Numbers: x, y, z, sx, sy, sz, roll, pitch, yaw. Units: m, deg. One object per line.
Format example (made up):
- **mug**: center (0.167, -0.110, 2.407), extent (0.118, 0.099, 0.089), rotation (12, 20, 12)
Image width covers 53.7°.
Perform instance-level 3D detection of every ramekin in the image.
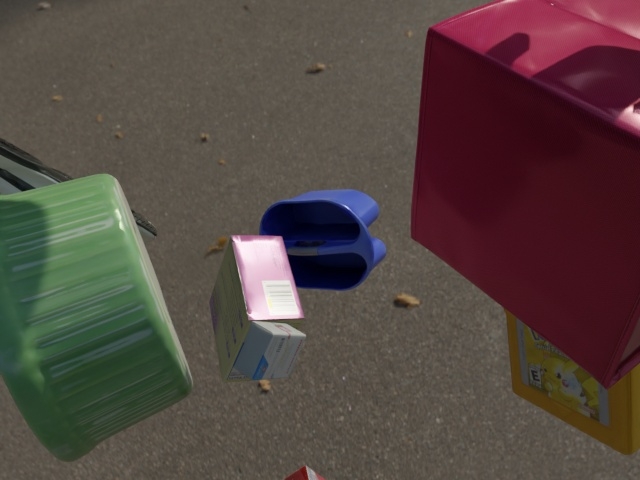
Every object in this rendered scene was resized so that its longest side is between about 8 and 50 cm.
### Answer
- **ramekin**: center (-0.256, 0.072, 0.709), extent (0.148, 0.303, 0.303), rotation (-21, 48, -13)

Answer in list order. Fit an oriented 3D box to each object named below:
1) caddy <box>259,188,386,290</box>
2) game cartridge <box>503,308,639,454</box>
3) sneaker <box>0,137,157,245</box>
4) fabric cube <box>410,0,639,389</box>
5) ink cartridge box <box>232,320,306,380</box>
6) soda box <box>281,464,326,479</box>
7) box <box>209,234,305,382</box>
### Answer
- **caddy**: center (0.000, 0.000, 1.606), extent (0.341, 0.241, 0.179), rotation (-1, 20, 35)
- **game cartridge**: center (0.457, 0.195, 1.176), extent (0.053, 0.323, 0.285), rotation (-22, 21, -23)
- **sneaker**: center (-0.509, -0.019, 0.974), extent (0.448, 0.169, 0.257), rotation (30, 87, -14)
- **fabric cube**: center (0.270, -0.077, 0.599), extent (0.259, 0.254, 0.258), rotation (-27, 47, -25)
- **ink cartridge box**: center (-0.087, 0.193, 1.112), extent (0.052, 0.122, 0.088), rotation (25, 92, 29)
- **soda box**: center (-0.014, 0.557, 1.162), extent (0.092, 0.083, 0.263), rotation (-35, 35, 11)
- **box**: center (-0.144, 0.146, 1.342), extent (0.117, 0.243, 0.213), rotation (1, 49, -24)
